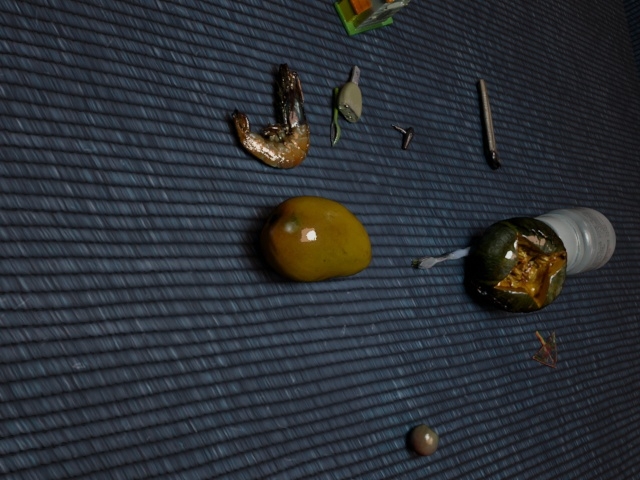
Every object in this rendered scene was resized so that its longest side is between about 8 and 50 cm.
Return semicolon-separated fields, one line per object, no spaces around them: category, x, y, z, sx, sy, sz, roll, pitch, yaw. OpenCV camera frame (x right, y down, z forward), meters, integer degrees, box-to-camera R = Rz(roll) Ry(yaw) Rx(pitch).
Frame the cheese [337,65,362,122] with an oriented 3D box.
cheese;0.096;-0.443;1.388;0.097;0.037;0.192;40;52;-41

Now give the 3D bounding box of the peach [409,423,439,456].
peach;0.280;0.544;1.277;0.083;0.083;0.083;8;75;-33

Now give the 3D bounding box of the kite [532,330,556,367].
kite;0.829;0.400;1.721;0.190;0.010;0.159;-28;94;-37

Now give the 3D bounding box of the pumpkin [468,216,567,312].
pumpkin;0.637;0.081;1.508;0.321;0.192;0.320;-1;99;-7

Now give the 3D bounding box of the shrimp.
shrimp;-0.126;-0.329;1.206;0.222;0.054;0.290;3;82;-33

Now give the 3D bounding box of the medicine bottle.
medicine bottle;0.870;0.007;1.691;0.306;0.245;0.245;-5;83;-29

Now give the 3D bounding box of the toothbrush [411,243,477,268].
toothbrush;0.449;0.043;1.527;0.413;0.042;0.035;-9;101;-36

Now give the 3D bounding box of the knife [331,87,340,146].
knife;0.045;-0.356;1.350;0.026;0.022;0.184;2;77;-3

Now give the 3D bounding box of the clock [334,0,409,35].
clock;0.209;-0.747;1.402;0.220;0.255;0.106;-33;98;-35

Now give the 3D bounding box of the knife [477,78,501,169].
knife;0.624;-0.434;1.749;0.089;0.043;0.365;21;61;-65

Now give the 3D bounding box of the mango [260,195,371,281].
mango;0.000;0.000;1.154;0.317;0.173;0.211;9;75;-39

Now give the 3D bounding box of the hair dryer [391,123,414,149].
hair dryer;0.255;-0.337;1.490;0.083;0.031;0.079;26;75;-12
